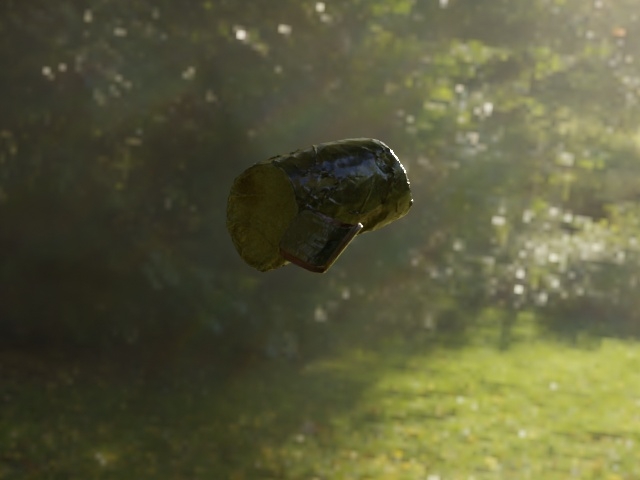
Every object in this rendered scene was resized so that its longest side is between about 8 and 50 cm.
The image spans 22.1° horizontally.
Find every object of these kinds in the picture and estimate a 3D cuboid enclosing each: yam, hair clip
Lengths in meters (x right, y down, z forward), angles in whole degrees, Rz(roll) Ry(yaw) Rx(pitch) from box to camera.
[{"bbox_3d":[0.004,-0.044,1.599,0.183,0.107,0.107,-18,19,-37],"label":"yam"},{"bbox_3d":[0.001,0.001,1.457,0.022,0.054,0.137,41,-9,-20],"label":"hair clip"}]
